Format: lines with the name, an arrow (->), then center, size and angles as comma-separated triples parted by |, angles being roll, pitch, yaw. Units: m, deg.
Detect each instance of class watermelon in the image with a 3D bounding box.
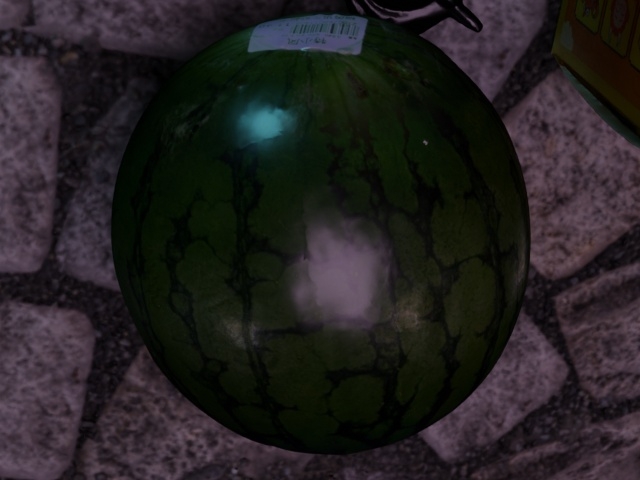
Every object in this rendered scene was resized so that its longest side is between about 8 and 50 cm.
watermelon -> 0.000, 0.000, 1.224 | 0.363, 0.363, 0.363 | -6, 116, -12

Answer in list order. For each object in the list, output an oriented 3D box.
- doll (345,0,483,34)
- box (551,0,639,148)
doll -> 0.040, -0.257, 1.252 | 0.248, 0.088, 0.127 | 35, 124, -16
box -> 0.381, -0.192, 1.264 | 0.283, 0.259, 0.214 | 3, 113, -15
